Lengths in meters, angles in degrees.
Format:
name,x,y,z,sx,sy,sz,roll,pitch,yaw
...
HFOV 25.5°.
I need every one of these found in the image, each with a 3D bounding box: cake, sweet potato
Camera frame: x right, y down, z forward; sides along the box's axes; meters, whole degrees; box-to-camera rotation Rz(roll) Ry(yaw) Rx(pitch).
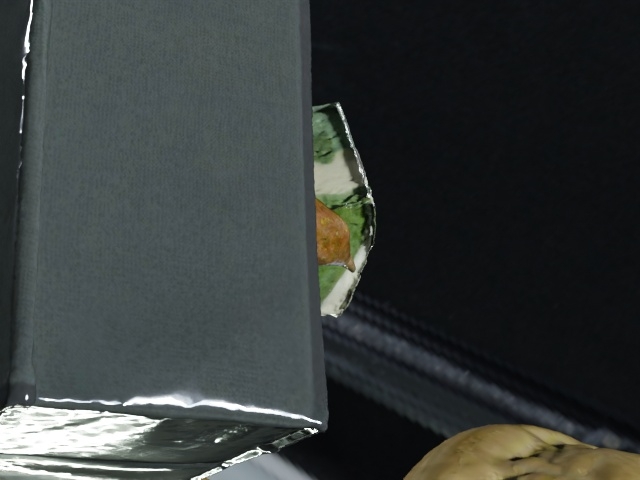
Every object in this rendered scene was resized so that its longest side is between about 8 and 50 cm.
name,x,y,z,sx,sy,sz,roll,pitch,yaw
cake,-0.094,-0.005,1.430,0.284,0.158,0.172,-12,-42,-5
sweet potato,0.000,0.000,1.123,0.049,0.049,0.117,1,-25,32

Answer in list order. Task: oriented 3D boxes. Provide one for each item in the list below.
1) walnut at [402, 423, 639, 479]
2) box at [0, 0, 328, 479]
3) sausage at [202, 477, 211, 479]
name,x,y,z,sx,sy,sz,roll,pitch,yaw
walnut,0.096,0.183,0.607,0.228,0.228,0.228,13,-63,28
box,-0.148,-0.011,0.942,0.251,0.205,0.345,-32,-127,51
sausage,-0.106,0.335,1.609,0.328,0.112,0.112,32,-49,-22
